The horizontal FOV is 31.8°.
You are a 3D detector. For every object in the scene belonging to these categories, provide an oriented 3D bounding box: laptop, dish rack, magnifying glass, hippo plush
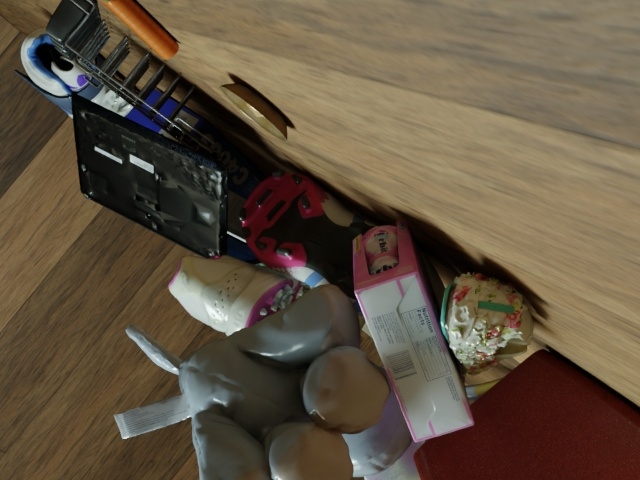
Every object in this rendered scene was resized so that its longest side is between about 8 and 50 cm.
[{"bbox_3d":[-0.184,-0.075,1.461,0.234,0.136,0.264,25,138,19],"label":"laptop"},{"bbox_3d":[-0.220,-0.194,1.400,0.271,0.074,0.208,38,178,-8],"label":"dish rack"},{"bbox_3d":[-0.213,-0.248,1.049,0.092,0.026,0.231,34,172,47],"label":"magnifying glass"},{"bbox_3d":[-0.027,0.206,1.167,0.236,0.294,0.234,45,-143,-48],"label":"hippo plush"}]

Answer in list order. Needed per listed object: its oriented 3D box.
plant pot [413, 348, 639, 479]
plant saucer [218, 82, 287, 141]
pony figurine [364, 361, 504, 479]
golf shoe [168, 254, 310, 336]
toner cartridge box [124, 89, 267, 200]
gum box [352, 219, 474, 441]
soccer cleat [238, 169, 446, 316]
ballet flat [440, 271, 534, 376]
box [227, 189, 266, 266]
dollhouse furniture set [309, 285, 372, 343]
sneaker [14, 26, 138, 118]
[{"bbox_3d":[0.251,0.274,1.194,0.236,0.267,0.267,51,-178,25],"label":"plant pot"},{"bbox_3d":[-0.061,-0.126,1.076,0.083,0.015,0.083,38,176,3],"label":"plant saucer"},{"bbox_3d":[0.137,0.248,1.754,0.351,0.302,0.363,25,159,-31],"label":"pony figurine"},{"bbox_3d":[-0.096,0.065,1.391,0.140,0.115,0.306,25,176,8],"label":"golf shoe"},{"bbox_3d":[-0.148,-0.096,1.783,0.165,0.075,0.348,35,175,44],"label":"toner cartridge box"},{"bbox_3d":[0.085,0.083,1.075,0.107,0.062,0.188,-92,-18,-64],"label":"gum box"},{"bbox_3d":[0.022,0.022,1.278,0.143,0.116,0.331,42,175,-35],"label":"soccer cleat"},{"bbox_3d":[0.160,0.084,1.047,0.077,0.091,0.241,5,173,12],"label":"ballet flat"},{"bbox_3d":[-0.149,-0.015,1.734,0.232,0.058,0.322,29,168,7],"label":"box"},{"bbox_3d":[0.054,0.058,1.633,0.129,0.129,0.184,38,-154,25],"label":"dollhouse furniture set"},{"bbox_3d":[-0.386,-0.238,1.940,0.323,0.130,0.236,44,180,0],"label":"sneaker"}]
